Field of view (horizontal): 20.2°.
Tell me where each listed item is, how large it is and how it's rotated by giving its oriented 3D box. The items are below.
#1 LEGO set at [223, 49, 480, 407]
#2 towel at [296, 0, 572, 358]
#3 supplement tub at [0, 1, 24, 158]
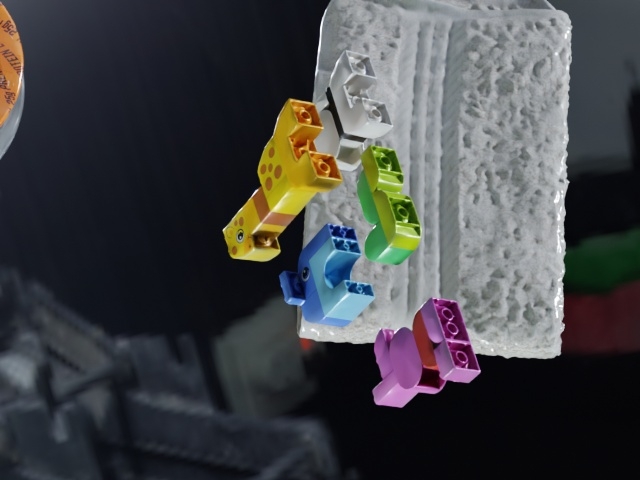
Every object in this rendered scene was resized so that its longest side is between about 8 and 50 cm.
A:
[{"bbox_3d":[0.000,0.000,1.032,0.087,0.227,0.093,10,138,-34],"label":"LEGO set"},{"bbox_3d":[0.084,-0.055,1.267,0.187,0.282,0.049,5,156,-4],"label":"towel"},{"bbox_3d":[-0.217,-0.065,0.891,0.117,0.117,0.190,-23,179,-27],"label":"supplement tub"}]
